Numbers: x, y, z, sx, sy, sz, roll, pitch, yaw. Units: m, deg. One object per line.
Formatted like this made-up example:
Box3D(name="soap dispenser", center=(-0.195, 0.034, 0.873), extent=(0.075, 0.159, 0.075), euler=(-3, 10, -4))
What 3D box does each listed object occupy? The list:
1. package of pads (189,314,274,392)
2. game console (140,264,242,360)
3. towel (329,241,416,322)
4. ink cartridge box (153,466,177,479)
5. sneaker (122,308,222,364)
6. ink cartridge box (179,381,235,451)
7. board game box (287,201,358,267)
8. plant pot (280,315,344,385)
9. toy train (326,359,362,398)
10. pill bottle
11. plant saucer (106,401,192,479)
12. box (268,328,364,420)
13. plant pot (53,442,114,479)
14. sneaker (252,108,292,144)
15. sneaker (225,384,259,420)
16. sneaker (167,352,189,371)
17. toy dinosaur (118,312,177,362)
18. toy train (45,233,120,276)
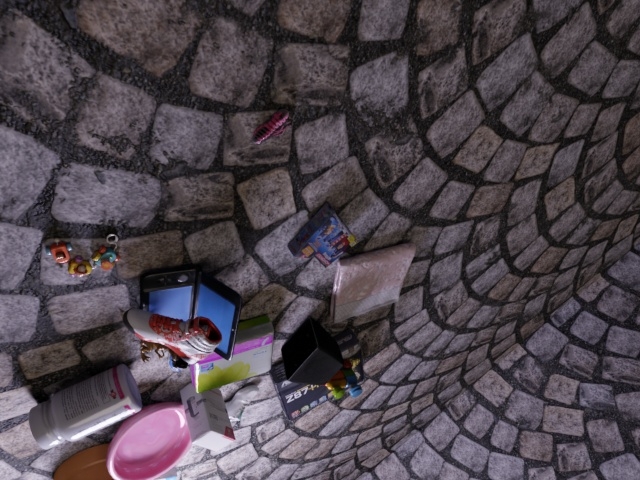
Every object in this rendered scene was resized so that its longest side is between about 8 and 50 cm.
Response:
Box3D(name="package of pads", center=(-0.312, 0.405, 1.675), extent=(0.297, 0.101, 0.229), euler=(-12, 132, -24))
Box3D(name="game console", center=(-0.394, 0.236, 1.416), extent=(0.250, 0.173, 0.293), euler=(-7, 130, -29))
Box3D(name="towel", center=(0.198, 0.163, 1.836), extent=(0.332, 0.053, 0.316), euler=(-14, 133, -25))
Box3D(name="ink cartridge box", center=(-0.696, 1.040, 2.020), extent=(0.104, 0.060, 0.180), euler=(11, 120, -40))
Box3D(name="sneaker", center=(-0.411, 0.245, 1.356), extent=(0.145, 0.090, 0.270), euler=(-38, 117, 25))
Box3D(name="ink cartridge box", center=(-0.413, 0.635, 1.727), extent=(0.092, 0.218, 0.158), euler=(-33, 138, 4))
Box3D(name="board game box", center=(0.000, 0.000, 1.551), extent=(0.194, 0.060, 0.194), euler=(-38, 138, 3))
Box3D(name="plant pot", center=(-0.020, 0.437, 1.801), extent=(0.167, 0.187, 0.188), euler=(32, 107, -25))
Box3D(name="toy train", center=(0.042, 0.571, 1.893), extent=(0.248, 0.143, 0.105), euler=(1, 123, -34))
Box3D(name="pill bottle", center=(-0.716, 0.511, 1.457), extent=(0.283, 0.160, 0.160), euler=(-22, 136, -15))
Box3D(name="plant saucer", center=(-0.614, 0.720, 1.724), extent=(0.332, 0.084, 0.332), euler=(-23, 127, -34))
Box3D(name="box", center=(-0.006, 0.579, 2.040), extent=(0.395, 0.097, 0.318), euler=(-23, 133, -16))
Box3D(name="plant pot", center=(-0.806, 0.919, 1.733), extent=(0.291, 0.203, 0.290), euler=(-18, 136, -19))
Box3D(name="sneaker", center=(-0.121, -0.285, 1.231), extent=(0.119, 0.047, 0.057), euler=(-38, 150, 4))
Box3D(name="sneaker", center=(-0.329, 0.675, 1.912), extent=(0.212, 0.094, 0.080), euler=(-36, 137, -1))
Box3D(name="sneaker", center=(-0.473, 0.409, 1.584), extent=(0.058, 0.084, 0.152), euler=(-9, 132, -28))
Box3D(name="toy dinosaur", center=(-0.521, 0.299, 1.430), extent=(0.212, 0.064, 0.112), euler=(31, 112, -2))
Box3D(name="toy train", center=(-0.595, 0.042, 1.202), extent=(0.166, 0.046, 0.125), euler=(-12, 133, -25))
